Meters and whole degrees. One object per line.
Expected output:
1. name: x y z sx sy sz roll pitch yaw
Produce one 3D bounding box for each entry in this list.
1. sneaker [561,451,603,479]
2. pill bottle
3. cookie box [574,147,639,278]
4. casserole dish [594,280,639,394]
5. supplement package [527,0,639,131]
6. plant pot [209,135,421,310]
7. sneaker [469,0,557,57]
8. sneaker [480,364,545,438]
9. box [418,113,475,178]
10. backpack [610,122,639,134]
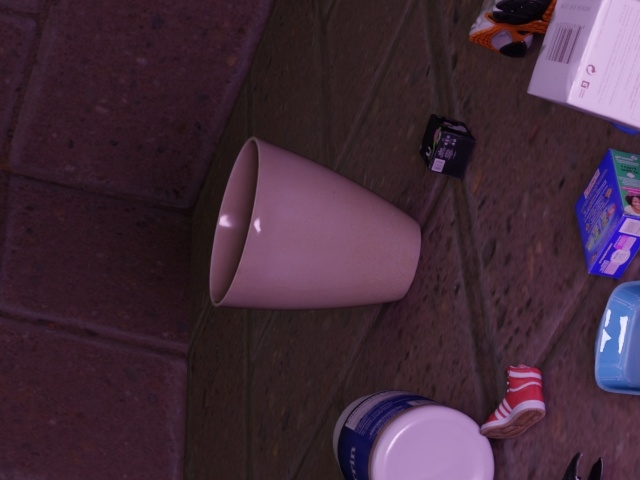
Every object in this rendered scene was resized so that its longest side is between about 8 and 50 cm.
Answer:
1. sneaker: 0.251 0.305 1.739 0.089 0.051 0.170 130 154 -70
2. pill bottle: 0.106 0.267 2.136 0.264 0.153 0.153 -174 96 -77
3. cookie box: 0.313 -0.029 1.820 0.107 0.040 0.092 -92 20 -46
4. casserole dish: 0.323 0.097 1.676 0.188 0.037 0.114 168 114 -75
5. supplement package: 0.294 -0.148 1.514 0.105 0.179 0.105 -147 75 -73
6. plant pot: 0.000 0.000 2.539 0.256 0.274 0.256 -167 90 -75
7. sneaker: 0.264 -0.324 2.175 0.262 0.099 0.121 157 129 -72
8. sneaker: 0.223 0.185 1.978 0.118 0.042 0.067 139 139 -54
9. box: 0.178 -0.133 2.418 0.083 0.052 0.062 -108 35 -65
10. backpack: 0.323 -0.166 1.777 0.098 0.101 0.120 -42 41 -4
